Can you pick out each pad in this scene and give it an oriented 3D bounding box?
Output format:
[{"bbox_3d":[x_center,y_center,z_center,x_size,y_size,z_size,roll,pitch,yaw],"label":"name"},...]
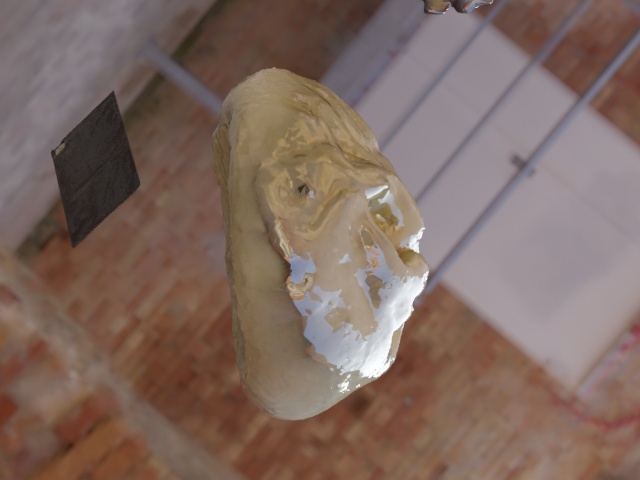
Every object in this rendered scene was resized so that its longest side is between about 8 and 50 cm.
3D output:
[{"bbox_3d":[-0.265,-0.085,2.078,0.116,0.004,0.193,-42,-142,18],"label":"pad"}]

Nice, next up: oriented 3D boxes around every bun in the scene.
[{"bbox_3d":[0.000,0.000,1.164,0.231,0.133,0.231,175,-90,-87],"label":"bun"}]

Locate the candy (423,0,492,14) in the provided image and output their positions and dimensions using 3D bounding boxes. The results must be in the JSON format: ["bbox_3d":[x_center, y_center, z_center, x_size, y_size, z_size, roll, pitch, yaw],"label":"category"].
[{"bbox_3d":[0.149,-0.136,0.748,0.226,0.051,0.094,-9,-155,15],"label":"candy"}]
